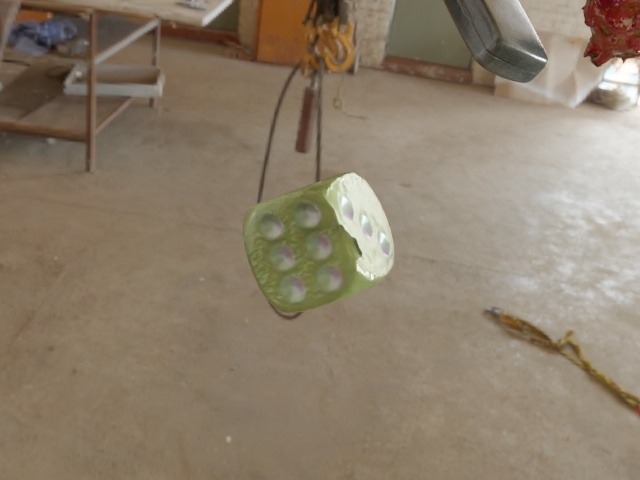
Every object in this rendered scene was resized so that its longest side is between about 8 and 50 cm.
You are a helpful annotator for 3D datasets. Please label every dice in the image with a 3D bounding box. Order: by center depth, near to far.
[{"bbox_3d":[0.000,0.000,1.650,0.254,0.252,0.250,-20,5,24],"label":"dice"}]

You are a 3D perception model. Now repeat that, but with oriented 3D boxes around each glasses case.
[{"bbox_3d":[0.291,-0.415,1.339,0.131,0.074,0.323,9,49,-31],"label":"glasses case"}]

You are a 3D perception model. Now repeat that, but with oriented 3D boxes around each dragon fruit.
[{"bbox_3d":[0.574,-0.423,1.361,0.210,0.268,0.205,8,49,-14],"label":"dragon fruit"}]
